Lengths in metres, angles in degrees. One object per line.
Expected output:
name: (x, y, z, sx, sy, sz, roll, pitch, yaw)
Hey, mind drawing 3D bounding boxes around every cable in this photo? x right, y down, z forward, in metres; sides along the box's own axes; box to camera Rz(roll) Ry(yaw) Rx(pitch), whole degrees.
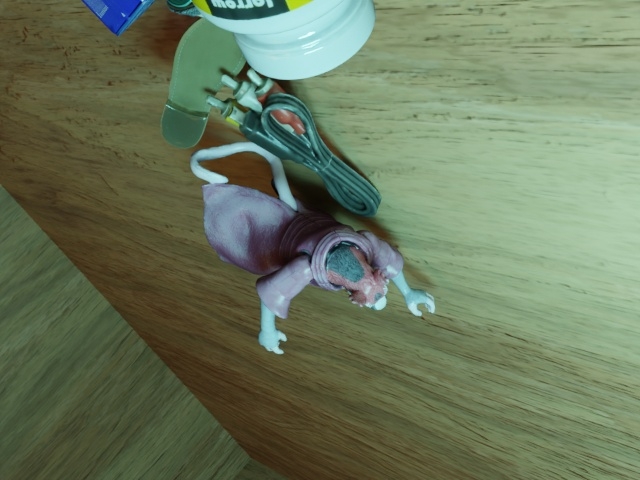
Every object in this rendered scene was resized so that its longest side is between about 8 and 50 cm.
cable: (-0.009, -0.131, 1.566, 0.287, 0.072, 0.139, 30, 151, -28)

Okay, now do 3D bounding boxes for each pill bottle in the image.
pill bottle: (-0.061, -0.311, 1.075, 0.188, 0.188, 0.334, 27, 156, 37)

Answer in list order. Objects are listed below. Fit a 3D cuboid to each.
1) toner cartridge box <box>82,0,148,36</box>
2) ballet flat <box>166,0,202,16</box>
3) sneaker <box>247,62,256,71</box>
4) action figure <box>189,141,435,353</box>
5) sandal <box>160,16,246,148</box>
toner cartridge box: (-0.345, -0.433, 1.537, 0.348, 0.075, 0.165, 46, 161, -11)
ballet flat: (-0.127, -0.294, 1.441, 0.070, 0.070, 0.188, 51, 162, -26)
sneaker: (-0.069, -0.242, 1.485, 0.043, 0.040, 0.109, 59, 157, 0)
action figure: (0.000, 0.000, 1.677, 0.370, 0.248, 0.275, 22, 127, 60)
sandal: (-0.152, -0.234, 1.585, 0.088, 0.079, 0.240, 23, 131, -9)
